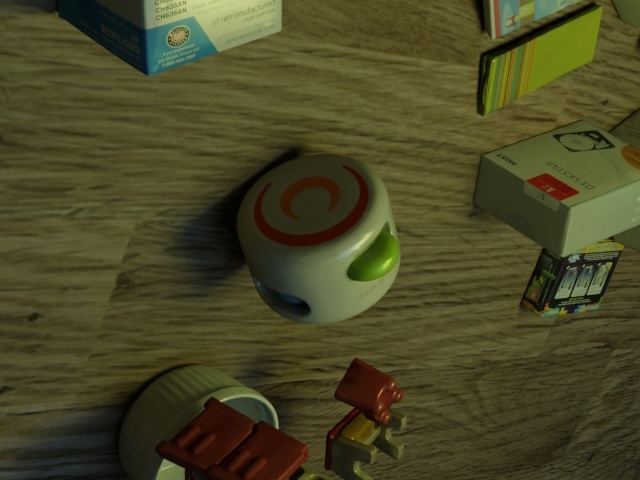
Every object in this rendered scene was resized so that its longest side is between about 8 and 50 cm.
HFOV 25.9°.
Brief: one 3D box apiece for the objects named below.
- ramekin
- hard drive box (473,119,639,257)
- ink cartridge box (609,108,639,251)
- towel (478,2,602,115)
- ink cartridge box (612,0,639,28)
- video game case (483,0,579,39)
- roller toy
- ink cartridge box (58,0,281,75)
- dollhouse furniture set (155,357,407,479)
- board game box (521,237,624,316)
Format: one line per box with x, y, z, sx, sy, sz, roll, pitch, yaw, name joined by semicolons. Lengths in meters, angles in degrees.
-0.167;0.262;1.831;0.207;0.109;0.207;-26;134;-31;ramekin
0.376;-0.081;2.079;0.232;0.181;0.089;-21;131;-36;hard drive box
0.590;-0.132;2.288;0.273;0.114;0.197;-35;126;-22;ink cartridge box
0.317;-0.262;2.011;0.237;0.021;0.102;-28;141;-31;towel
0.513;-0.329;2.007;0.062;0.209;0.109;-49;142;-3;ink cartridge box
0.344;-0.389;1.832;0.285;0.025;0.204;-24;149;-5;video game case
0.000;0.000;1.742;0.191;0.209;0.146;-12;136;4;roller toy
-0.150;-0.315;1.357;0.171;0.168;0.232;-24;133;-32;ink cartridge box
-0.039;0.270;1.796;0.374;0.152;0.201;-38;142;-47;dollhouse furniture set
0.426;0.053;2.342;0.170;0.048;0.141;-2;118;-46;board game box
